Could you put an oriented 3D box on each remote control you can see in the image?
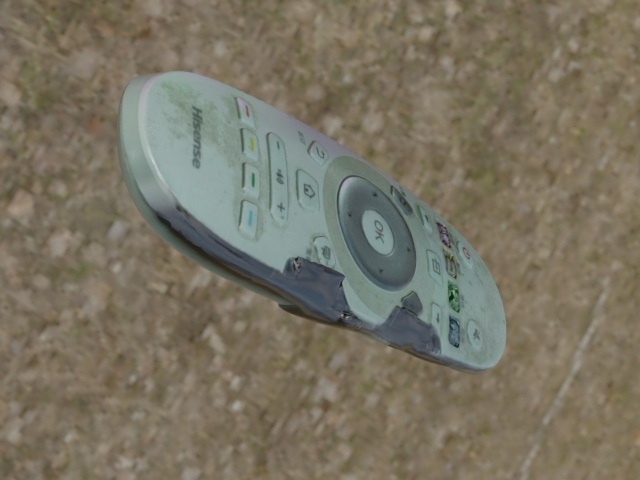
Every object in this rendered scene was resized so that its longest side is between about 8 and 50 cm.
[{"bbox_3d":[0.002,-0.001,0.682,0.256,0.045,0.097,29,47,-37],"label":"remote control"}]
